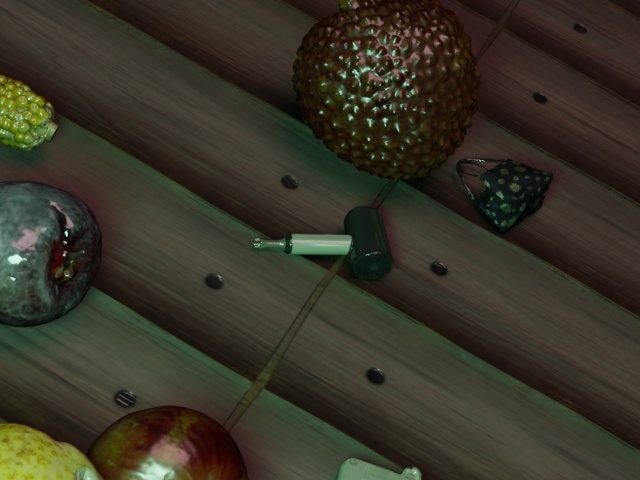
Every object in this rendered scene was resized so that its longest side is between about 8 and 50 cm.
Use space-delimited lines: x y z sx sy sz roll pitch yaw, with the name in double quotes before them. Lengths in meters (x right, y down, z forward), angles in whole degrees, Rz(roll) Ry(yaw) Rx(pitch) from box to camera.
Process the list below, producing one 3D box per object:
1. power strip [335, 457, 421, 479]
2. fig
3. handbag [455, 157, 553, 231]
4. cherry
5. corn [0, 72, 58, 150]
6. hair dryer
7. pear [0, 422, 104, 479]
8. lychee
"power strip" 0.055 0.371 1.906 0.118 0.046 0.270 20 44 -2
"fig" -0.182 0.275 1.800 0.205 0.205 0.205 13 44 -13
"handbag" 0.267 -0.086 2.450 0.139 0.072 0.115 33 43 26
"cherry" -0.366 0.011 1.965 0.195 0.195 0.195 13 44 -13
"corn" -0.497 -0.216 2.185 0.320 0.097 0.097 29 43 5
"hair dryer" 0.000 0.000 2.246 0.198 0.057 0.100 1 46 -17
"pear" -0.321 0.320 1.614 0.271 0.271 0.271 13 44 -13
"lychee" 0.097 -0.235 2.359 0.276 0.276 0.304 -29 96 -42
